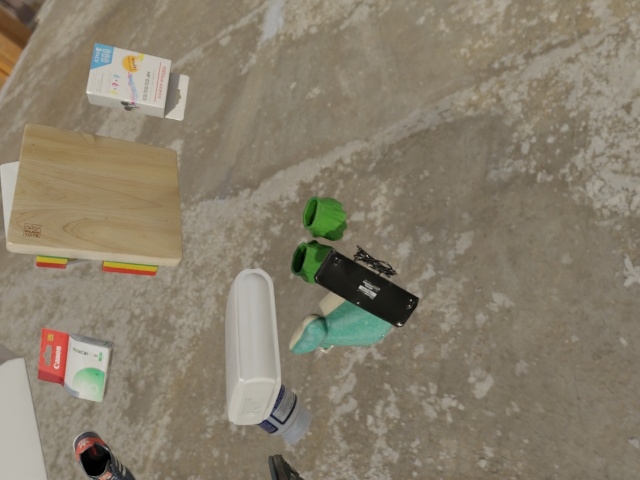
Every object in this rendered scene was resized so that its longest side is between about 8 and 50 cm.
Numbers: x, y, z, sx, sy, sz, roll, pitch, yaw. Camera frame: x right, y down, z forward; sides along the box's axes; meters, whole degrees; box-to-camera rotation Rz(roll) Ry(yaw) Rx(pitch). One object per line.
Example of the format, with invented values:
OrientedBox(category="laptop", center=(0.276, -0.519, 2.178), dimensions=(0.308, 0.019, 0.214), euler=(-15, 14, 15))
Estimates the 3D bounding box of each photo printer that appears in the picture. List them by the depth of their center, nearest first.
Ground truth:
OrientedBox(category="photo printer", center=(-0.164, 0.237, 1.243), dimensions=(0.256, 0.107, 0.307), euler=(110, 158, -50))

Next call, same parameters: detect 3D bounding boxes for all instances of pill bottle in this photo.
OrientedBox(category="pill bottle", center=(-0.163, 0.542, 1.749), dimensions=(0.153, 0.264, 0.153), euler=(-45, 14, 14))

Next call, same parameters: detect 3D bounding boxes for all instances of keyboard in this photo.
OrientedBox(category="keyboard", center=(0.091, 0.074, 0.956), dimensions=(0.100, 0.192, 0.038), euler=(-56, 11, 19))

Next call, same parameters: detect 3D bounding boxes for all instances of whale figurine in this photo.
OrientedBox(category="whale figurine", center=(0.058, 0.172, 1.123), dimensions=(0.141, 0.272, 0.216), euler=(45, 126, 19))

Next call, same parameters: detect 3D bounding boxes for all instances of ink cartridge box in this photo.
OrientedBox(category="ink cartridge box", center=(-0.356, -0.310, 1.053), dimensions=(0.061, 0.181, 0.104), euler=(158, 118, -71))
OrientedBox(category="ink cartridge box", center=(-0.745, 0.372, 1.596), dimensions=(0.056, 0.224, 0.181), euler=(-87, 9, -77))

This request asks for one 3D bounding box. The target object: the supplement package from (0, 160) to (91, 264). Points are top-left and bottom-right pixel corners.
OrientedBox(category="supplement package", center=(-0.635, -0.072, 1.347), dimensions=(0.199, 0.263, 0.198), euler=(-12, 75, -5))

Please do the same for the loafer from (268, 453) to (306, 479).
OrientedBox(category="loafer", center=(-0.052, 0.584, 1.196), dimensions=(0.084, 0.096, 0.267), euler=(-15, 25, -12))

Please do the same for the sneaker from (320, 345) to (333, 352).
OrientedBox(category="sneaker", center=(0.051, 0.199, 1.310), dimensions=(0.084, 0.069, 0.185), euler=(-76, 9, -57))

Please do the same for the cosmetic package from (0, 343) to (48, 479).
OrientedBox(category="cosmetic package", center=(-0.542, 0.297, 0.843), dimensions=(0.224, 0.138, 0.224), euler=(-4, 96, 52))

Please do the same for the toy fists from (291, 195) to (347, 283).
OrientedBox(category="toy fists", center=(0.000, 0.000, 1.683), dimensions=(0.096, 0.142, 0.279), euler=(6, 81, 53))

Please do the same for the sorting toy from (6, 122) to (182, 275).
OrientedBox(category="sorting toy", center=(-0.384, -0.060, 0.925), dimensions=(0.089, 0.257, 0.255), euler=(-53, 40, 44))

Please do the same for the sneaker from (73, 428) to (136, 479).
OrientedBox(category="sneaker", center=(-0.798, 0.872, 1.982), dimensions=(0.131, 0.350, 0.148), euler=(-39, 18, -23))
